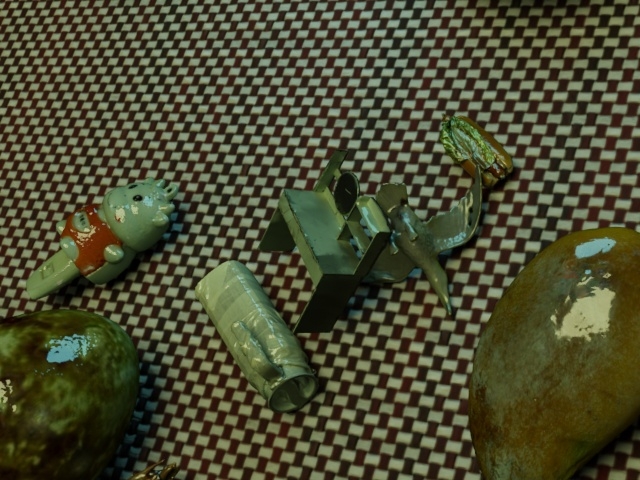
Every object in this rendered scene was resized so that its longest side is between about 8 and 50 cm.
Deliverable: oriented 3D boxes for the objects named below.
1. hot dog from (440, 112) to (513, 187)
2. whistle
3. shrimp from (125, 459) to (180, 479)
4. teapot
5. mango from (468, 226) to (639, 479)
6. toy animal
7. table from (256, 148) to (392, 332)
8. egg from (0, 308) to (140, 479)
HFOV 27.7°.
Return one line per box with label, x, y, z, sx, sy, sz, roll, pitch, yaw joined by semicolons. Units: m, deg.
hot dog;0.185;-0.113;1.579;0.056;0.041;0.133;-40;52;3
whistle;-0.296;-0.003;1.758;0.253;0.105;0.101;-35;11;9
shrimp;-0.240;0.359;1.549;0.236;0.053;0.133;-43;49;6
teapot;-0.082;0.111;1.564;0.077;0.107;0.200;-39;52;3
mango;0.256;0.132;1.345;0.193;0.146;0.316;27;93;38
toy animal;0.108;0.015;1.516;0.219;0.095;0.155;-30;55;18
table;0.000;0.000;1.552;0.175;0.063;0.146;-62;39;36
egg;-0.350;0.205;1.583;0.289;0.238;0.238;-35;50;-11
